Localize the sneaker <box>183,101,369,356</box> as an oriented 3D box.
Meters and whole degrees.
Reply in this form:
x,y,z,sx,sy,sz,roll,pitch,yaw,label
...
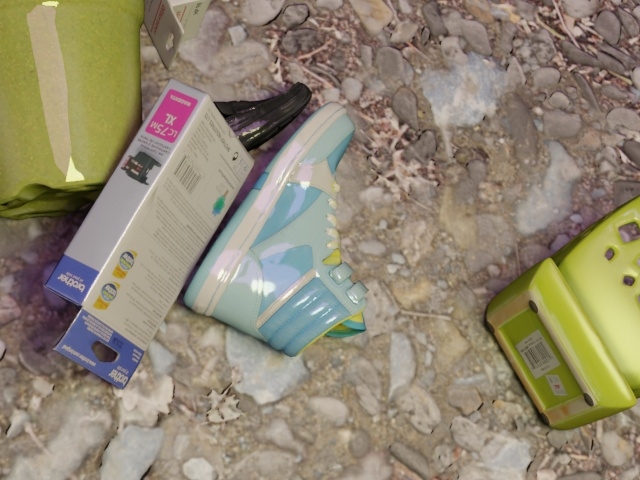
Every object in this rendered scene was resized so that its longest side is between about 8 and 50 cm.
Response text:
x,y,z,sx,sy,sz,roll,pitch,yaw,label
0.000,0.000,1.331,0.208,0.127,0.319,34,73,-1,sneaker

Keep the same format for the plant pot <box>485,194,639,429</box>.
x,y,z,sx,sy,sz,roll,pitch,yaw,label
0.346,0.100,1.353,0.207,0.228,0.227,-26,79,-18,plant pot

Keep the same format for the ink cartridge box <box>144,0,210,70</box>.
x,y,z,sx,sy,sz,roll,pitch,yaw,label
-0.195,-0.321,1.401,0.060,0.104,0.180,-21,78,-25,ink cartridge box

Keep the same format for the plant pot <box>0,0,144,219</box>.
x,y,z,sx,sy,sz,roll,pitch,yaw,label
-0.307,-0.163,1.237,0.276,0.276,0.253,-8,84,-21,plant pot

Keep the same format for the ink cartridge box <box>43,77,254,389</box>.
x,y,z,sx,sy,sz,roll,pitch,yaw,label
-0.191,-0.002,1.206,0.065,0.186,0.311,22,77,19,ink cartridge box

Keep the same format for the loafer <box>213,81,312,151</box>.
x,y,z,sx,sy,sz,roll,pitch,yaw,label
-0.106,-0.145,1.376,0.223,0.076,0.078,-36,93,-23,loafer
